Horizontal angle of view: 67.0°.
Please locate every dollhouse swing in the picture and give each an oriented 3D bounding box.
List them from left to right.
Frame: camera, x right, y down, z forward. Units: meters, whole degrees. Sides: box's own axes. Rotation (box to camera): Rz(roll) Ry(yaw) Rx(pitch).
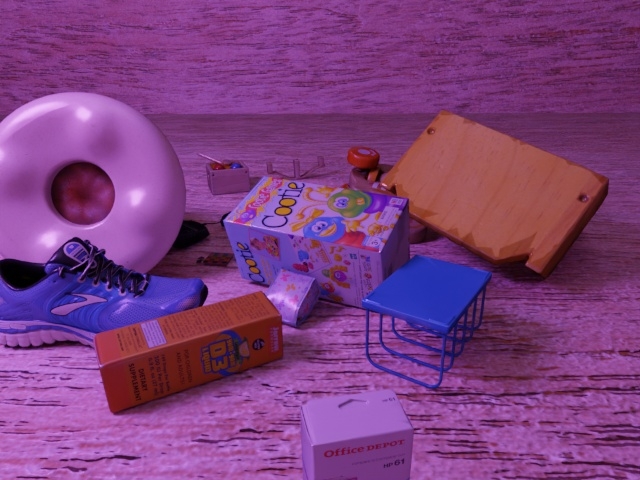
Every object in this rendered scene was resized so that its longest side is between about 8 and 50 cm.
[{"bbox_3d":[0.366,-0.063,1.034,0.347,0.305,0.315,34,76,30],"label":"dollhouse swing"}]

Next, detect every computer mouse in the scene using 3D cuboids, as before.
[{"bbox_3d":[-0.261,-0.026,1.108,0.071,0.041,0.242,24,26,29],"label":"computer mouse"}]

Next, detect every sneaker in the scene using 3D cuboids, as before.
[{"bbox_3d":[-0.336,0.076,0.721,0.331,0.147,0.129,-1,23,-2],"label":"sneaker"}]

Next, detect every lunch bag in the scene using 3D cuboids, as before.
[{"bbox_3d":[-0.049,0.096,0.779,0.071,0.053,0.083,11,51,25],"label":"lunch bag"}]

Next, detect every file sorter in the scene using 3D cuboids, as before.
[{"bbox_3d":[0.150,0.107,0.678,0.118,0.104,0.170,15,28,32],"label":"file sorter"}]

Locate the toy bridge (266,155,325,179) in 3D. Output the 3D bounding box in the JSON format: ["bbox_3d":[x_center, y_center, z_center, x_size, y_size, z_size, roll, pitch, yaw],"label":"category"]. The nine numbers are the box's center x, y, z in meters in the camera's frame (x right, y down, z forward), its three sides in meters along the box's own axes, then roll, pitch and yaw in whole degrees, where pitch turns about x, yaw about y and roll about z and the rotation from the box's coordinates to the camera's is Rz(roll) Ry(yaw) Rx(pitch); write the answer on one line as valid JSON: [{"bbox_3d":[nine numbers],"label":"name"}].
[{"bbox_3d":[-0.074,-0.225,1.523,0.189,0.063,0.026,-9,25,-15],"label":"toy bridge"}]

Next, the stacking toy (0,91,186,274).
[{"bbox_3d":[-0.435,-0.102,1.041,0.352,0.349,0.480,-3,6,-5],"label":"stacking toy"}]

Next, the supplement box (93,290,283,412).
[{"bbox_3d":[-0.168,0.141,0.646,0.234,0.077,0.080,-14,26,-27],"label":"supplement box"}]

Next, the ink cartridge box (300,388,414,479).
[{"bbox_3d":[0.031,0.202,0.434,0.089,0.122,0.052,-6,23,-11],"label":"ink cartridge box"}]

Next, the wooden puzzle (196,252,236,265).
[{"bbox_3d":[-0.208,0.038,0.982,0.084,0.006,0.049,2,23,8],"label":"wooden puzzle"}]

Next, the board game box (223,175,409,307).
[{"bbox_3d":[0.000,0.000,0.832,0.276,0.144,0.142,12,45,22],"label":"board game box"}]

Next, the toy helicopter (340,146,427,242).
[{"bbox_3d":[0.192,-0.099,1.186,0.235,0.140,0.355,4,32,-12],"label":"toy helicopter"}]

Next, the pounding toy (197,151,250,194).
[{"bbox_3d":[-0.290,-0.206,1.442,0.130,0.100,0.141,-8,24,-17],"label":"pounding toy"}]
